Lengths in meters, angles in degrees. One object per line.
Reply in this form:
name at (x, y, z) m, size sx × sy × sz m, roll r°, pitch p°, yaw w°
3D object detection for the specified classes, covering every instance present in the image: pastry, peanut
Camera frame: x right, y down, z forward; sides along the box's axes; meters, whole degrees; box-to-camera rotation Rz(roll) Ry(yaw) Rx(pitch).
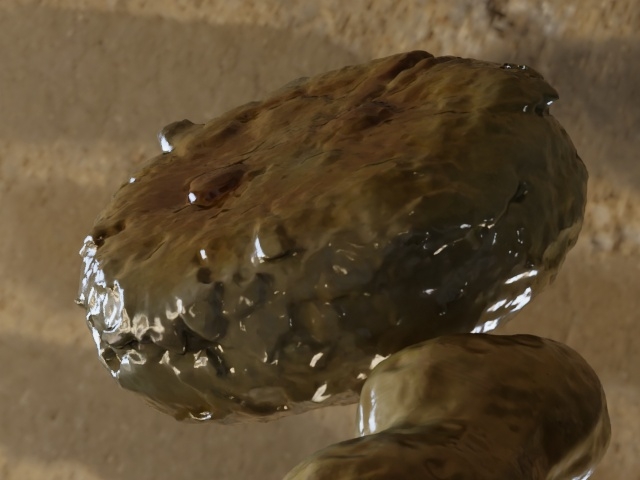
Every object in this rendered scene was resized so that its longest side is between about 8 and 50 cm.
pastry at (0.000, 0.000, 0.950) m, size 0.329 × 0.330 × 0.136 m, roll -8°, pitch -63°, yaw 35°
peanut at (0.057, 0.113, 0.737) m, size 0.117 × 0.263 × 0.101 m, roll 17°, pitch -64°, yaw 20°
